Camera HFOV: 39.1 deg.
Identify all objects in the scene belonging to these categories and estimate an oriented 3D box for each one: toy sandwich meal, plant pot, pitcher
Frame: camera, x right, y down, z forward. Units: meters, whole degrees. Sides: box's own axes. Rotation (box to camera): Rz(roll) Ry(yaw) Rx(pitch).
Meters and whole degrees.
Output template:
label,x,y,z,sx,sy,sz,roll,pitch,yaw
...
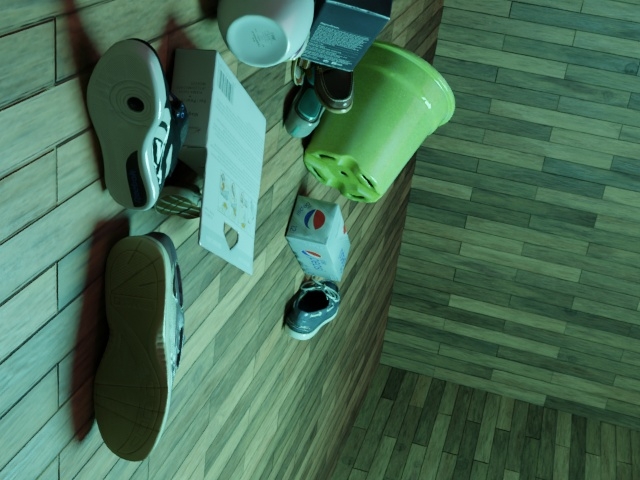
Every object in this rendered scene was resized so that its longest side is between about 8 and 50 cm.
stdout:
label,x,y,z,sx,sy,sz,roll,pitch,yaw
toy sandwich meal,-0.027,-0.320,1.627,0.085,0.029,0.086,13,90,-78
plant pot,0.101,-0.228,1.856,0.254,0.276,0.276,-61,164,-19
pitcher,-0.076,-0.347,1.190,0.178,0.125,0.207,60,29,-43

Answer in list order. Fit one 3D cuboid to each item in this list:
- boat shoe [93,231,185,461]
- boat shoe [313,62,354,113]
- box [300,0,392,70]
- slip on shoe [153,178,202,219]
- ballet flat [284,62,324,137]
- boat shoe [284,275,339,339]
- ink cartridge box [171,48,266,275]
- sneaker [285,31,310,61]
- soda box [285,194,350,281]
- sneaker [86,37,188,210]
label,x,y,z,sx,sy,sz,roll,pitch,yaw
boat shoe,-0.209,0.126,1.091,0.092,0.102,0.285,-33,129,-67
boat shoe,0.023,-0.324,1.657,0.073,0.073,0.207,104,-19,-49
box,0.042,-0.396,1.476,0.207,0.108,0.153,142,-41,-70
slip on shoe,-0.181,-0.059,1.160,0.135,0.051,0.041,17,52,-73
ballet flat,-0.017,-0.267,1.691,0.068,0.072,0.213,-50,-170,43
boat shoe,-0.011,0.140,2.084,0.254,0.095,0.079,-37,151,-59
ink cartridge box,-0.136,-0.091,1.192,0.275,0.060,0.239,48,47,-76
sneaker,-0.050,-0.372,1.392,0.084,0.069,0.186,38,59,-69
soda box,0.000,0.000,1.965,0.286,0.091,0.098,69,36,-70
sneaker,-0.188,-0.147,0.964,0.217,0.079,0.121,103,5,-47
